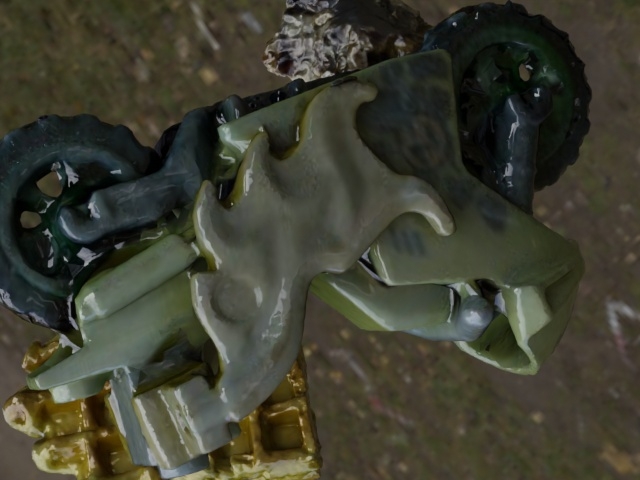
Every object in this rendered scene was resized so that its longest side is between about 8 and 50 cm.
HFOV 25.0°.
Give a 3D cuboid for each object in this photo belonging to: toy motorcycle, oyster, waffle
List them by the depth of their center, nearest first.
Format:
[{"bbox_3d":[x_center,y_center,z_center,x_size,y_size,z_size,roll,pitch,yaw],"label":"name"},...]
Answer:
[{"bbox_3d":[0.000,0.000,0.882,0.169,0.410,0.237,159,95,-71],"label":"toy motorcycle"},{"bbox_3d":[0.031,-0.135,0.977,0.148,0.103,0.051,22,166,9],"label":"oyster"},{"bbox_3d":[-0.122,0.082,1.046,0.057,0.219,0.229,79,180,-63],"label":"waffle"}]
